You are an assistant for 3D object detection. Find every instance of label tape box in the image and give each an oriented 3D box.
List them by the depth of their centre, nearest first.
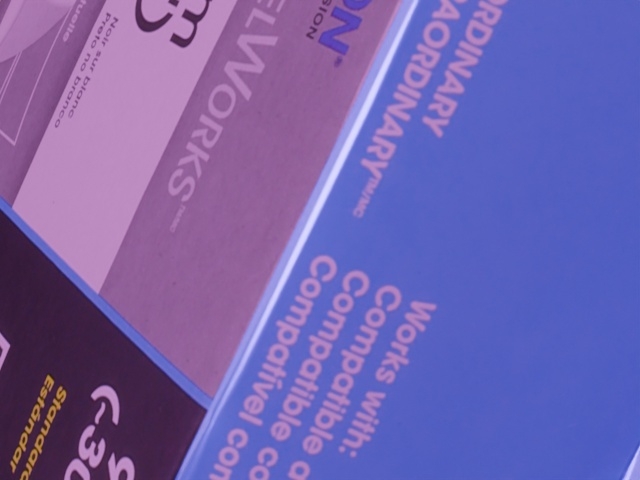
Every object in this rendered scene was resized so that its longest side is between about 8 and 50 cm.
[{"bbox_3d":[0.000,0.000,0.437,0.334,0.106,0.240,35,102,53],"label":"label tape box"}]
